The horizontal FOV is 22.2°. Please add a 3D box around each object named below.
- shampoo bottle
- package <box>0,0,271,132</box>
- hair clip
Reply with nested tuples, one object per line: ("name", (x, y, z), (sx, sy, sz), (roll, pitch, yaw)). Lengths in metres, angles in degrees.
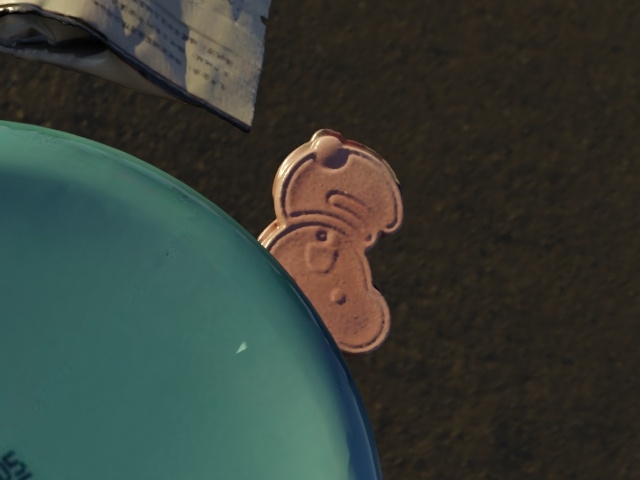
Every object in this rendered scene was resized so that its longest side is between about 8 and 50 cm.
("shampoo bottle", (-0.157, 0.130, 0.725), (0.331, 0.343, 0.331), (1, 82, -9))
("package", (-0.152, -0.203, 1.268), (0.251, 0.062, 0.203), (21, 48, -15))
("hair clip", (0.001, 0.003, 1.137), (0.123, 0.138, 0.102), (19, 20, -11))
